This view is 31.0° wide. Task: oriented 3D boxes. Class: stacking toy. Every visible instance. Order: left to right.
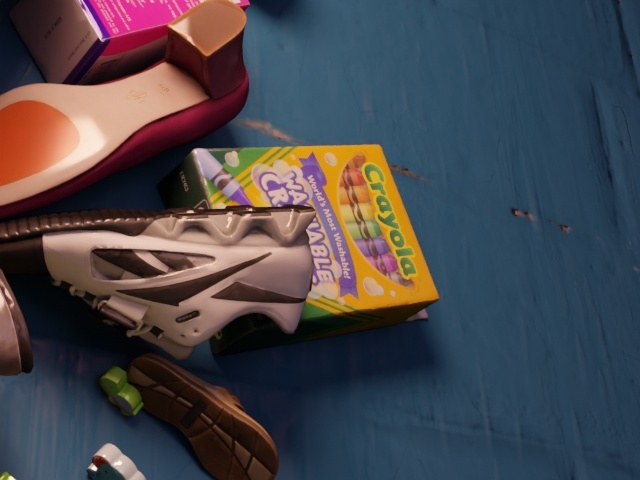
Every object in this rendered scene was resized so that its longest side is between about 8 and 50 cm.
[{"bbox_3d":[-0.157,0.236,1.029,0.221,0.052,0.167,47,45,-7],"label":"stacking toy"}]

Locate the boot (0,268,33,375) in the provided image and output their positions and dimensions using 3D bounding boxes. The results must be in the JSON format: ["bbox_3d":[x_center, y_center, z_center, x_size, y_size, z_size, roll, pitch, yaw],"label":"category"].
[{"bbox_3d":[-0.317,0.115,0.866,0.222,0.118,0.338,-12,65,-30],"label":"boot"}]

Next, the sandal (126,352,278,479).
[{"bbox_3d":[-0.108,0.167,1.110,0.180,0.072,0.049,42,24,-6],"label":"sandal"}]

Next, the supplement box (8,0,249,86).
[{"bbox_3d":[-0.202,-0.249,1.244,0.220,0.111,0.114,-25,81,-46],"label":"supplement box"}]

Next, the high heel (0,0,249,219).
[{"bbox_3d":[-0.218,-0.092,1.170,0.377,0.181,0.127,-33,68,-25],"label":"high heel"}]

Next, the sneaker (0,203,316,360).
[{"bbox_3d":[-0.166,0.042,1.061,0.330,0.122,0.146,0,98,-9],"label":"sneaker"}]

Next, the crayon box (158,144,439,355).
[{"bbox_3d":[0.000,0.000,1.282,0.323,0.083,0.203,-6,69,-42],"label":"crayon box"}]
